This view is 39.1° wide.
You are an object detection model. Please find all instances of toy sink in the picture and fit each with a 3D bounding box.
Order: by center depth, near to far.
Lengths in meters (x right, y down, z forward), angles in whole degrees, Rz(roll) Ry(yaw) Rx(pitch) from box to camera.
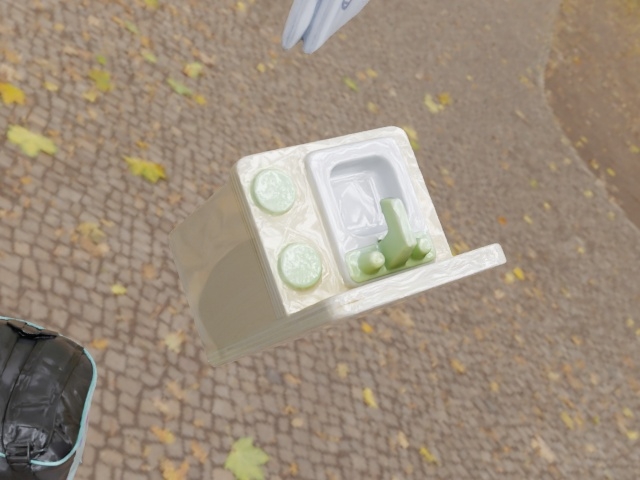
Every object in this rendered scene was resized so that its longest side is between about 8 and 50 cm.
[{"bbox_3d":[0.000,0.000,0.693,0.152,0.234,0.131,-16,84,-29],"label":"toy sink"}]

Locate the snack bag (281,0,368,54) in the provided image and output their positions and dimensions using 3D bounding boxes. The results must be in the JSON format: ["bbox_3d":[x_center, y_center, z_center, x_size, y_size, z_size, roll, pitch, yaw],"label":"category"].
[{"bbox_3d":[0.081,-0.328,0.690,0.037,0.343,0.323,28,29,2],"label":"snack bag"}]

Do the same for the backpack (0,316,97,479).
[{"bbox_3d":[-0.283,0.154,0.776,0.165,0.144,0.188,16,30,-11],"label":"backpack"}]
